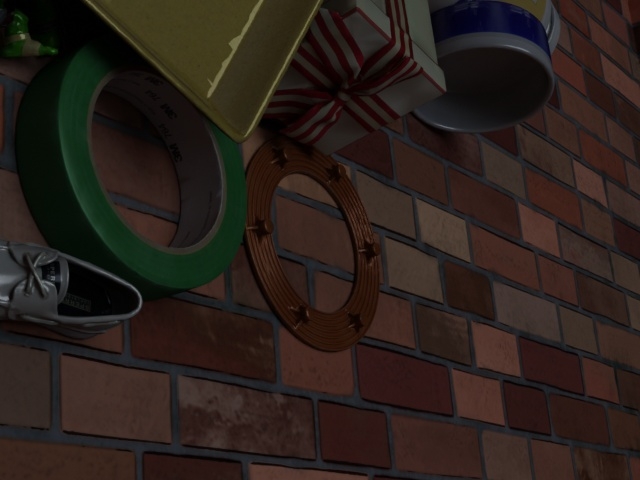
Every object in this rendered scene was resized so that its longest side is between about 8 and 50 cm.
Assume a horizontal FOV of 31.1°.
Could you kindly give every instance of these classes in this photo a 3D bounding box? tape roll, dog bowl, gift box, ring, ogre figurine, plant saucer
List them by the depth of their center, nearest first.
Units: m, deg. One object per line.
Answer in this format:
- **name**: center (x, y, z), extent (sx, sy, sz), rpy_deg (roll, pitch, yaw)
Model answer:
- **ogre figurine**: center (-0.358, -0.259, 1.267), extent (0.197, 0.097, 0.118), rpy_deg (-13, 104, -42)
- **tape roll**: center (-0.220, -0.088, 1.397), extent (0.321, 0.077, 0.321), rpy_deg (29, 52, -47)
- **plant saucer**: center (-0.155, -0.338, 1.407), extent (0.333, 0.081, 0.332), rpy_deg (43, 60, -33)
- **gift box**: center (0.003, -0.295, 1.679), extent (0.276, 0.255, 0.258), rpy_deg (29, 43, -39)
- **ring**: center (0.000, 0.000, 1.721), extent (0.337, 0.032, 0.336), rpy_deg (28, 54, -46)
- **dog bowl**: center (0.281, -0.307, 2.061), extent (0.265, 0.265, 0.104), rpy_deg (33, 46, -44)

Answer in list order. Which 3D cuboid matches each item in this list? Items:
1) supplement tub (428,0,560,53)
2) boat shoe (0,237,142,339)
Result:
- **supplement tub**: center (0.284, -0.454, 2.157), extent (0.331, 0.241, 0.241), rpy_deg (31, 51, -45)
- **boat shoe**: center (-0.300, 0.047, 1.204), extent (0.267, 0.088, 0.096), rpy_deg (28, 53, -47)
